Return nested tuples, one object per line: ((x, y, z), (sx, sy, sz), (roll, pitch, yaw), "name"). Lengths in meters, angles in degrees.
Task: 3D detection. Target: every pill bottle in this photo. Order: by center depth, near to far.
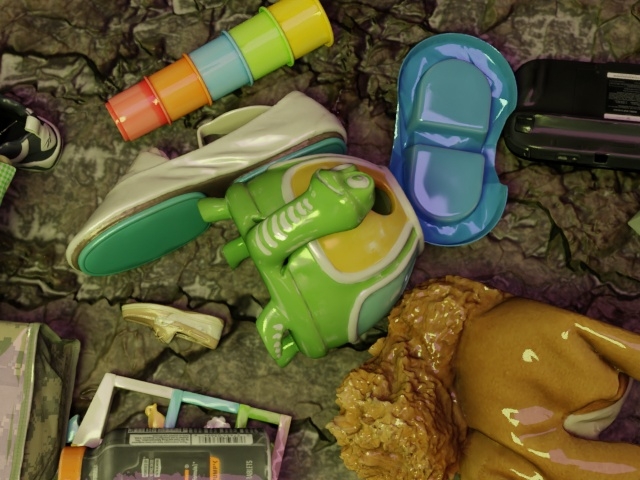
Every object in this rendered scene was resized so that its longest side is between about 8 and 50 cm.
((-0.185, 0.288, 1.142), (0.245, 0.130, 0.131), (1, 79, -8), "pill bottle")

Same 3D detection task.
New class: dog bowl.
((0.173, -0.132, 1.320), (0.165, 0.074, 0.297), (8, 80, -4), "dog bowl")

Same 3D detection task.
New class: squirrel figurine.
((0.208, 0.251, 1.185), (0.396, 0.281, 0.371), (19, 89, 7), "squirrel figurine")

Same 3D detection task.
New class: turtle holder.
((-0.006, -0.009, 1.154), (0.227, 0.320, 0.243), (-26, 48, -4), "turtle holder")

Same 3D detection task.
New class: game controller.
((0.417, -0.172, 1.322), (0.319, 0.067, 0.167), (8, 56, 10), "game controller")

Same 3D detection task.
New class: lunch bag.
((-0.430, 0.240, 1.136), (0.235, 0.169, 0.287), (2, 75, 6), "lunch bag")

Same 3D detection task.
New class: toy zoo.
((-0.200, 0.285, 1.229), (0.293, 0.030, 0.192), (13, 79, -3), "toy zoo")

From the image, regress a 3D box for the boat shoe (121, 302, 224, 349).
((-0.195, 0.112, 1.252), (0.135, 0.050, 0.045), (10, 73, -3), "boat shoe")

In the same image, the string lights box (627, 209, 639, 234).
((0.573, -0.074, 1.344), (0.259, 0.077, 0.133), (-44, 86, -11), "string lights box")

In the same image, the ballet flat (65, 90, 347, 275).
((-0.158, -0.084, 1.266), (0.400, 0.139, 0.139), (-26, 83, -14), "ballet flat")

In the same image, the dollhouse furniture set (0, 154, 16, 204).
((-0.536, -0.038, 1.121), (0.301, 0.151, 0.198), (13, 89, 26), "dollhouse furniture set")

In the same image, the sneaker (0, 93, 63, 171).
((-0.456, -0.147, 1.222), (0.234, 0.153, 0.094), (13, 77, -3), "sneaker")

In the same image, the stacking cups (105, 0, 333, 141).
((-0.138, -0.235, 1.296), (0.316, 0.096, 0.096), (-30, 84, -10), "stacking cups")
